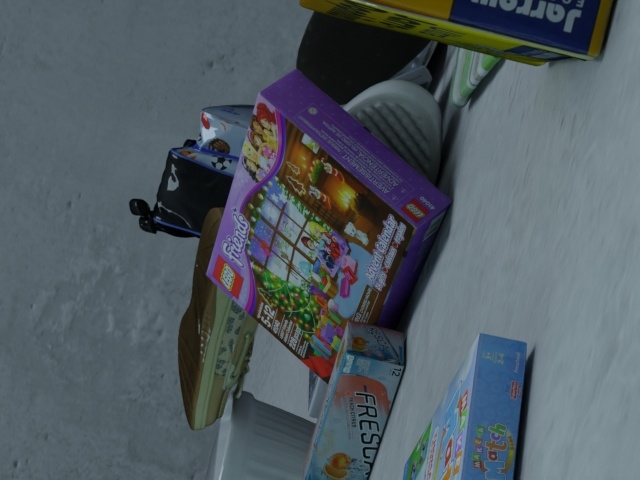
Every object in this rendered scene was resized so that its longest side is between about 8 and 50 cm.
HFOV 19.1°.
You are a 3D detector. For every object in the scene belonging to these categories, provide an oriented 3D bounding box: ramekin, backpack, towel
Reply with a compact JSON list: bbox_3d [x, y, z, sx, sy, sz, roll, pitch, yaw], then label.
[{"bbox_3d":[-0.072,0.314,2.180,0.273,0.127,0.273,-167,90,-86],"label":"ramekin"},{"bbox_3d":[-0.068,-0.070,2.502,0.213,0.276,0.263,-69,-12,8],"label":"backpack"},{"bbox_3d":[0.150,-0.188,1.700,0.152,0.023,0.113,131,150,-75],"label":"towel"}]

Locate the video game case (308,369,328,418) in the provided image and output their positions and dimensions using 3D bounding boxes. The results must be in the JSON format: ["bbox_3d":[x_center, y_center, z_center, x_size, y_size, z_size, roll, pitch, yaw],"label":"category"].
[{"bbox_3d":[0.019,0.094,2.361,0.183,0.023,0.201,-89,13,-69],"label":"video game case"}]

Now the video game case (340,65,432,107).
[{"bbox_3d":[0.024,-0.104,1.985,0.022,0.173,0.190,61,164,15],"label":"video game case"}]

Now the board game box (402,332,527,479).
[{"bbox_3d":[0.086,0.181,1.268,0.211,0.039,0.160,112,170,-57],"label":"board game box"}]

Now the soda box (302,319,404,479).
[{"bbox_3d":[0.030,0.170,1.821,0.063,0.058,0.183,-85,9,-61],"label":"soda box"}]

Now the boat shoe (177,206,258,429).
[{"bbox_3d":[-0.097,0.093,2.088,0.104,0.089,0.285,-113,30,-48],"label":"boat shoe"}]

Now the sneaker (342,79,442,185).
[{"bbox_3d":[0.038,-0.058,1.956,0.366,0.135,0.150,118,173,-47],"label":"sneaker"}]

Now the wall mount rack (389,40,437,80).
[{"bbox_3d":[0.037,-0.169,2.071,0.350,0.130,0.304,112,-177,-61],"label":"wall mount rack"}]

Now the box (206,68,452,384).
[{"bbox_3d":[0.000,0.000,1.841,0.057,0.201,0.293,-37,-21,-34],"label":"box"}]

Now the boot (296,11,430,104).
[{"bbox_3d":[0.081,-0.256,1.904,0.305,0.112,0.115,-55,2,-8],"label":"boot"}]

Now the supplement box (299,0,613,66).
[{"bbox_3d":[0.123,-0.314,1.306,0.194,0.195,0.356,-140,63,-85],"label":"supplement box"}]
